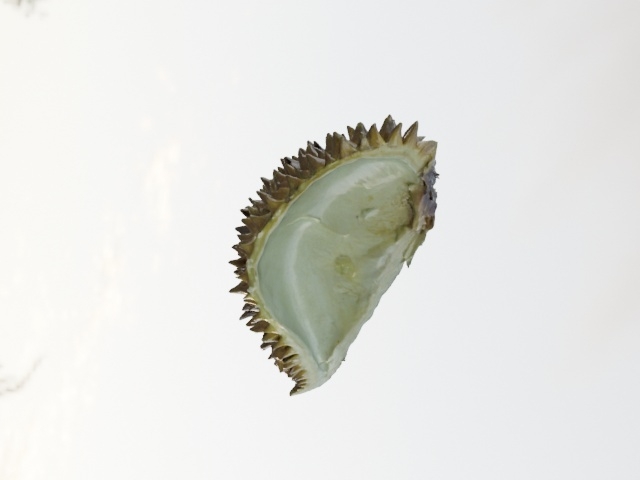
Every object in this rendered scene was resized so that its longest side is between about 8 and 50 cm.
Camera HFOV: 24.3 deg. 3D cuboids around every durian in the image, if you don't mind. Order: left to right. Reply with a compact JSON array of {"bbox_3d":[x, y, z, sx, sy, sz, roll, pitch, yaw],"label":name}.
[{"bbox_3d":[0.000,0.000,1.180,0.252,0.139,0.144,-56,-169,12],"label":"durian"}]
